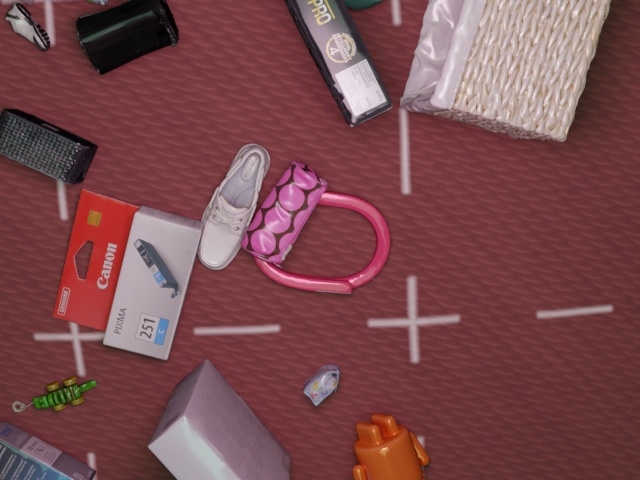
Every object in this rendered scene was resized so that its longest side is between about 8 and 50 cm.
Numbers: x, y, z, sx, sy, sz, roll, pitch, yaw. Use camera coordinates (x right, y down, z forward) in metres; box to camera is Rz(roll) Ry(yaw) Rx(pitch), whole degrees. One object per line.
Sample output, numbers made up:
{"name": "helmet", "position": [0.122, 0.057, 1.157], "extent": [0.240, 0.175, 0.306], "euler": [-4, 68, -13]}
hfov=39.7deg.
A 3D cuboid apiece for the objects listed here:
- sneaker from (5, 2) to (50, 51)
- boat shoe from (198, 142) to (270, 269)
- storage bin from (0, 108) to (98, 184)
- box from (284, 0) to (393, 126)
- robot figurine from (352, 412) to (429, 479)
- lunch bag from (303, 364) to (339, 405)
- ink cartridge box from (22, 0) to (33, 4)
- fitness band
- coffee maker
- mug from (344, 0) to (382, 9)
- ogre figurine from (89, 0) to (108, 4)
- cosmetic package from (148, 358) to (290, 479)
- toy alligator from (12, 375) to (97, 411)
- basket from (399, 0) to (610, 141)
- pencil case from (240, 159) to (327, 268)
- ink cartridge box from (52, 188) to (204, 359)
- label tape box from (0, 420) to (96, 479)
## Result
{"name": "sneaker", "position": [-0.586, -0.421, 1.777], "extent": [0.044, 0.040, 0.109], "euler": [-36, 94, 19]}
{"name": "boat shoe", "position": [-0.183, -0.067, 1.801], "extent": [0.098, 0.096, 0.277], "euler": [20, 96, -5]}
{"name": "storage bin", "position": [-0.549, -0.187, 1.761], "extent": [0.180, 0.122, 0.084], "euler": [25, 96, -5]}
{"name": "box", "position": [0.004, -0.405, 1.654], "extent": [0.097, 0.318, 0.395], "euler": [-27, 96, 2]}
{"name": "robot figurine", "position": [0.149, 0.476, 1.867], "extent": [0.128, 0.158, 0.219], "euler": [-16, 97, 22]}
{"name": "lunch bag", "position": [0.009, 0.300, 1.867], "extent": [0.083, 0.071, 0.053], "euler": [-43, 95, 3]}
{"name": "ink cartridge box", "position": [-0.536, -0.612, 1.657], "extent": [0.129, 0.223, 0.307], "euler": [37, 95, -7]}
{"name": "fitness band", "position": [0.000, 0.000, 1.842], "extent": [0.291, 0.054, 0.209], "euler": [7, 94, -4]}
{"name": "coffee maker", "position": [-0.376, -0.406, 1.716], "extent": [0.178, 0.171, 0.120], "euler": [-24, 114, 3]}
{"name": "mug", "position": [0.088, -0.515, 1.747], "extent": [0.158, 0.097, 0.129], "euler": [30, 69, -28]}
{"name": "ogre figurine", "position": [-0.438, -0.532, 1.722], "extent": [0.118, 0.197, 0.097], "euler": [29, 138, -3]}
{"name": "cosmetic package", "position": [-0.181, 0.410, 1.720], "extent": [0.097, 0.377, 0.284], "euler": [-41, 96, 4]}
{"name": "toy alligator", "position": [-0.565, 0.333, 1.861], "extent": [0.190, 0.051, 0.056], "euler": [-17, 97, 0]}
{"name": "basket", "position": [0.339, -0.373, 1.671], "extent": [0.266, 0.328, 0.331], "euler": [15, 96, -8]}
{"name": "pencil case", "position": [-0.067, -0.052, 1.765], "extent": [0.098, 0.095, 0.209], "euler": [33, 95, 31]}
{"name": "ink cartridge box", "position": [-0.399, 0.072, 1.807], "extent": [0.261, 0.066, 0.296], "euler": [16, 105, -4]}
{"name": "label tape box", "position": [-0.680, 0.516, 1.853], "extent": [0.334, 0.106, 0.240], "euler": [31, 96, -5]}
